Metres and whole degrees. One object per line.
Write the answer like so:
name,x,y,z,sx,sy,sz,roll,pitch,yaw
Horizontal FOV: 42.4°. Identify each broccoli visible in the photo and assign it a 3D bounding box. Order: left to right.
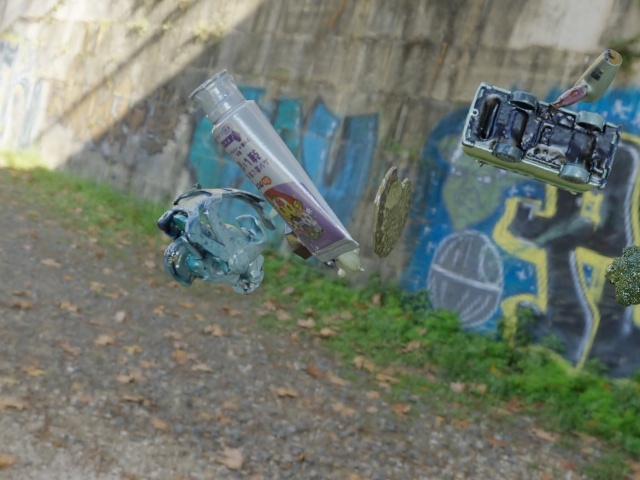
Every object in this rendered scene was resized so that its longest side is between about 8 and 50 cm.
broccoli,0.832,0.094,2.200,0.145,0.162,0.137,-10,17,-36

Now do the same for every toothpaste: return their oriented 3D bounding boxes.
toothpaste,-0.064,-0.095,1.131,0.299,0.073,0.114,53,-31,-6

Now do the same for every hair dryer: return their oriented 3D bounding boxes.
hair dryer,0.464,-0.268,1.470,0.054,0.154,0.106,47,-22,14

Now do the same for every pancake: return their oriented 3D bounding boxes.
pancake,0.164,-0.061,1.907,0.029,0.212,0.235,13,-12,21

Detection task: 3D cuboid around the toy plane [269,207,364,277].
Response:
toy plane,0.000,0.000,2.007,0.286,0.092,0.108,38,-11,-30

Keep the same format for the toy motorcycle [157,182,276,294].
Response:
toy motorcycle,-0.190,-0.002,1.612,0.154,0.206,0.260,16,2,41

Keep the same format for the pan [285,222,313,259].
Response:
pan,-0.056,-0.052,2.248,0.048,0.202,0.128,-23,7,33

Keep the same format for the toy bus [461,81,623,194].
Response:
toy bus,0.404,-0.185,1.561,0.275,0.134,0.165,19,-7,3
